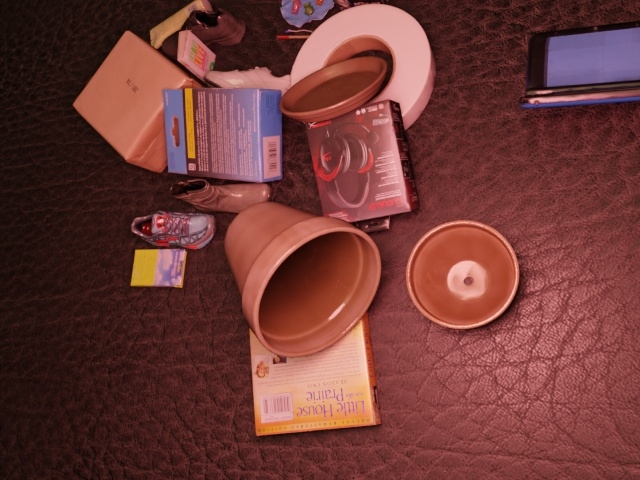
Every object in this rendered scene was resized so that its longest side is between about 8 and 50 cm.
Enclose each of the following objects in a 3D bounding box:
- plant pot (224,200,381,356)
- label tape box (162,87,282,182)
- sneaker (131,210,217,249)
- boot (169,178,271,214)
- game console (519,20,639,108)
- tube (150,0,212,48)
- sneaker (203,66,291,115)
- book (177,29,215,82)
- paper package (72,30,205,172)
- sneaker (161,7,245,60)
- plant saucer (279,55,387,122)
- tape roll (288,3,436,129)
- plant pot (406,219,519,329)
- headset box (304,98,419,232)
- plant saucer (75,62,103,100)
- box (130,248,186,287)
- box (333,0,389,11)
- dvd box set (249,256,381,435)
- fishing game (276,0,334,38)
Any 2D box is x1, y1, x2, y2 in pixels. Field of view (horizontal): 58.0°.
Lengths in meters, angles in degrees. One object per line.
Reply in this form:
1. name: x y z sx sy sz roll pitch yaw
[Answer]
1. plant pot: -0.071 0.053 1.307 0.323 0.323 0.280 -53 45 4
2. label tape box: -0.267 -0.295 1.580 0.334 0.106 0.240 9 107 30
3. sneaker: -0.418 -0.031 1.623 0.262 0.125 0.104 -6 75 23
4. boot: -0.270 -0.124 1.560 0.247 0.161 0.083 -7 75 22
5. game console: 0.591 -0.383 1.243 0.293 0.250 0.173 1 104 25
6. tube: -0.456 -0.696 1.852 0.240 0.070 0.062 -22 113 23
7. sneaker: -0.204 -0.439 1.659 0.297 0.111 0.129 22 71 23
8. book: -0.369 -0.543 1.720 0.035 0.144 0.096 0 77 24
9. paper package: -0.534 -0.415 1.750 0.325 0.168 0.309 42 95 26
10. sneaker: -0.376 -0.640 1.757 0.287 0.130 0.108 -13 74 22
11. plant saucer: 0.034 -0.365 1.402 0.278 0.041 0.277 -18 34 13
12. tape roll: 0.105 -0.431 1.521 0.392 0.072 0.391 -6 75 23
13. plant pot: 0.317 0.081 1.275 0.238 0.110 0.237 -6 75 22
14. headset box: 0.105 -0.167 1.392 0.218 0.110 0.293 -9 94 22
15. plant saucer: -0.742 -0.510 1.882 0.199 0.036 0.198 -34 35 28
16. box: -0.457 0.080 1.658 0.178 0.042 0.108 -1 77 24
17. box: 0.125 -0.730 1.584 0.148 0.077 0.180 11 82 27
18. dvd box set: -0.027 0.247 1.414 0.308 0.062 0.420 -13 72 20
19. fishing game: -0.038 -0.707 1.673 0.189 0.041 0.263 13 83 29
